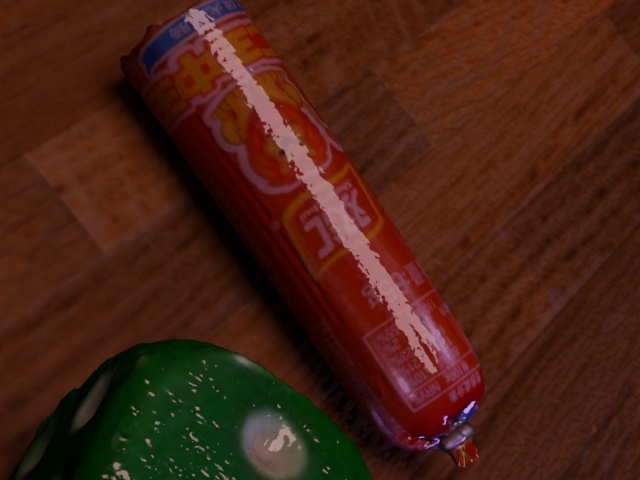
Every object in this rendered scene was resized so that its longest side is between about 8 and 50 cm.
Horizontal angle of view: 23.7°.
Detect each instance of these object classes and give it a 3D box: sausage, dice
[{"bbox_3d":[0.000,0.000,0.784,0.074,0.074,0.274,-31,85,-45],"label":"sausage"},{"bbox_3d":[-0.060,0.124,0.616,0.131,0.128,0.120,33,46,-16],"label":"dice"}]
